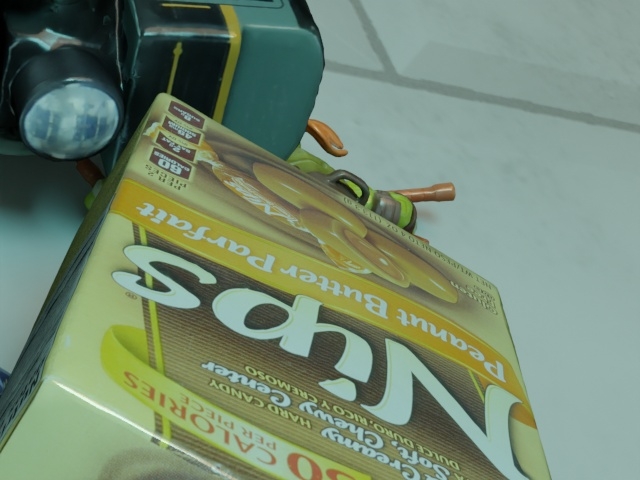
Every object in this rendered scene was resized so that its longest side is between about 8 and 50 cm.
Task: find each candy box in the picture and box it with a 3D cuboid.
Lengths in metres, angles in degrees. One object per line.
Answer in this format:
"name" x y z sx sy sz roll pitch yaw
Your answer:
"candy box" -0.015 0.060 0.579 0.183 0.088 0.316 30 16 -10

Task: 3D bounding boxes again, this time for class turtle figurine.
"turtle figurine" 0.000 0.000 0.894 0.269 0.087 0.217 9 43 -33

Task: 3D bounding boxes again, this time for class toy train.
"toy train" -0.122 -0.157 0.891 0.190 0.142 0.334 2 39 -21

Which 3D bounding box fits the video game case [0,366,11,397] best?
"video game case" -0.109 0.161 0.563 0.183 0.023 0.201 40 53 -33
